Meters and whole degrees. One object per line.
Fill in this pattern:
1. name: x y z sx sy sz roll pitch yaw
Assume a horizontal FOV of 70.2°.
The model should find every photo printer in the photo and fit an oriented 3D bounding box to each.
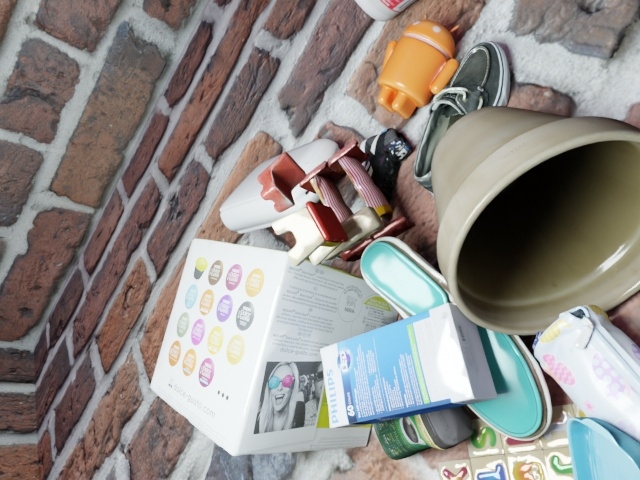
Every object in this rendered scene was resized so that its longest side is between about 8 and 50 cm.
1. photo printer: -0.094 -0.144 1.192 0.307 0.107 0.256 -10 36 45

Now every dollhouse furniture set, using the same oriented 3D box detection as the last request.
1. dollhouse furniture set: 0.033 -0.080 0.833 0.152 0.374 0.201 -34 78 15

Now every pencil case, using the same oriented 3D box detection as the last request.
1. pencil case: 0.401 0.206 0.572 0.273 0.113 0.124 -118 20 -46

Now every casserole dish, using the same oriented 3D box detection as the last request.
1. casserole dish: 0.354 0.294 0.541 0.114 0.037 0.188 -149 42 -74

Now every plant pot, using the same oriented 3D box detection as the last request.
1. plant pot: 0.302 -0.067 0.695 0.323 0.323 0.280 -48 30 23

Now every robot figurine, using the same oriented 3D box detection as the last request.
1. robot figurine: 0.212 -0.389 1.017 0.219 0.128 0.158 -61 18 10

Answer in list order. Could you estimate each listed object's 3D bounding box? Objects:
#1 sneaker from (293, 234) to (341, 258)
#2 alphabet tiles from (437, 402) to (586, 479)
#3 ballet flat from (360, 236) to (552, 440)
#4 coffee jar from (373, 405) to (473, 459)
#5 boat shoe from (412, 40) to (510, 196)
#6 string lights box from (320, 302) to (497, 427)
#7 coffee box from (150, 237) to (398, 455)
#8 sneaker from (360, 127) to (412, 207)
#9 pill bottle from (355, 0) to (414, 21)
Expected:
1. sneaker: 0.000 0.000 1.146 0.235 0.084 0.097 45 130 48
2. alphabet tiles: 0.330 0.379 0.625 0.342 0.011 0.285 -24 48 31
3. ballet flat: 0.230 0.142 0.779 0.400 0.139 0.139 48 111 27
4. coffee jar: 0.171 0.312 0.778 0.184 0.079 0.096 -50 60 51
5. boat shoe: 0.278 -0.250 0.899 0.121 0.119 0.335 12 84 48
6. string lights box: 0.121 0.203 0.711 0.259 0.077 0.133 -29 57 36
7. coffee box: -0.088 0.203 0.945 0.337 0.338 0.334 7 80 47
8. sneaker: 0.152 -0.164 1.028 0.121 0.079 0.217 -26 56 40
9. pill bottle: 0.249 -0.714 1.031 0.407 0.229 0.229 -23 59 39
